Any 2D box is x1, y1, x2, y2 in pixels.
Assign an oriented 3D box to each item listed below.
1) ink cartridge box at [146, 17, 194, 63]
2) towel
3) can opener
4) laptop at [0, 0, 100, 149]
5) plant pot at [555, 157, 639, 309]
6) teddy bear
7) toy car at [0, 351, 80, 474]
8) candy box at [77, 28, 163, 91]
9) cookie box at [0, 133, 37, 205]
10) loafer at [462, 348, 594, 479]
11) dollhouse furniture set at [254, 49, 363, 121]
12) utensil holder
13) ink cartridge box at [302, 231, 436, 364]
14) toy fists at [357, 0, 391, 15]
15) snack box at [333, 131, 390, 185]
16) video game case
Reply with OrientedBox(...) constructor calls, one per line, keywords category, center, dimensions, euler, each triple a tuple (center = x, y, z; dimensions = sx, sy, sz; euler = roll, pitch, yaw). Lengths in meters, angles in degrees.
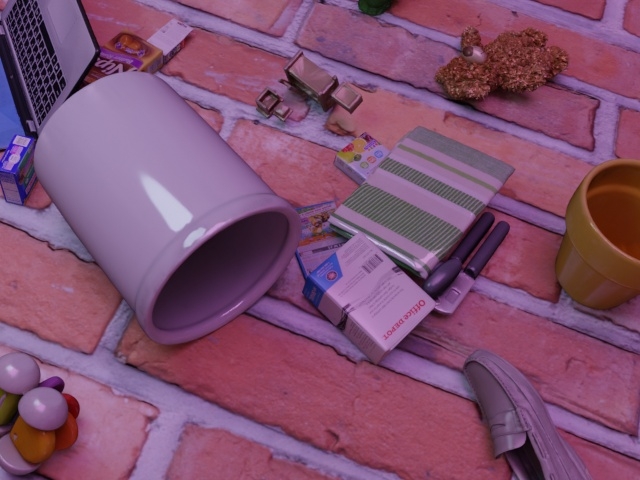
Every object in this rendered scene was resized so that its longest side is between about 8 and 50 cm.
OrientedBox(category="ink cartridge box", center=(-0.349, -0.462, 1.793), dimensions=(0.063, 0.029, 0.115), euler=(30, 56, 11))
OrientedBox(category="towel", center=(0.202, -0.088, 1.565), dimensions=(0.248, 0.038, 0.325), euler=(29, 60, 26))
OrientedBox(category="can opener", center=(0.295, 0.039, 1.545), dimensions=(0.074, 0.093, 0.280), euler=(35, 54, 14))
OrientedBox(category="laptop", center=(-0.689, -0.394, 1.576), dimensions=(0.236, 0.408, 0.382), euler=(6, 49, -48))
OrientedBox(category="plant pot", center=(0.583, 0.009, 1.518), dimensions=(0.254, 0.239, 0.254), euler=(4, 57, -6))
OrientedBox(category="teddy bear", center=(0.442, -0.438, 1.863), dimensions=(0.338, 0.113, 0.245), euler=(-6, 56, -13))
OrientedBox(category="toy car", center=(-0.461, 0.268, 1.247), dimensions=(0.182, 0.159, 0.136), euler=(44, 26, 19))
OrientedBox(category="candy box", center=(-0.446, -0.377, 1.707), dimensions=(0.109, 0.053, 0.186), euler=(32, 59, 10))
OrientedBox(category="cookie box", center=(-0.579, -0.135, 1.494), dimensions=(0.040, 0.107, 0.092), euler=(15, 57, -1))
OrientedBox(category="loafer", center=(0.344, 0.334, 1.344), dimensions=(0.111, 0.112, 0.319), euler=(-20, 63, -30))
OrientedBox(category="dollhouse furniture set", center=(-0.023, -0.294, 1.723), dimensions=(0.182, 0.101, 0.161), euler=(40, 84, 15))
OrientedBox(category="utensil holder", center=(-0.274, -0.067, 1.376), dimensions=(0.327, 0.327, 0.385), euler=(-31, 65, -26))
OrientedBox(category="ink cartridge box", center=(0.089, 0.108, 1.454), dimensions=(0.203, 0.086, 0.148), euler=(45, 62, 12))
OrientedBox(category="toy fists", center=(0.205, -0.682, 1.961), dimensions=(0.096, 0.142, 0.279), euler=(40, 60, 16))
OrientedBox(category="snack box", center=(0.114, -0.159, 1.668), dimensions=(0.141, 0.037, 0.100), euler=(42, 62, 16))
OrientedBox(category="video game case", center=(0.000, 0.000, 1.560), dimensions=(0.119, 0.015, 0.166), euler=(-13, 61, -17))
